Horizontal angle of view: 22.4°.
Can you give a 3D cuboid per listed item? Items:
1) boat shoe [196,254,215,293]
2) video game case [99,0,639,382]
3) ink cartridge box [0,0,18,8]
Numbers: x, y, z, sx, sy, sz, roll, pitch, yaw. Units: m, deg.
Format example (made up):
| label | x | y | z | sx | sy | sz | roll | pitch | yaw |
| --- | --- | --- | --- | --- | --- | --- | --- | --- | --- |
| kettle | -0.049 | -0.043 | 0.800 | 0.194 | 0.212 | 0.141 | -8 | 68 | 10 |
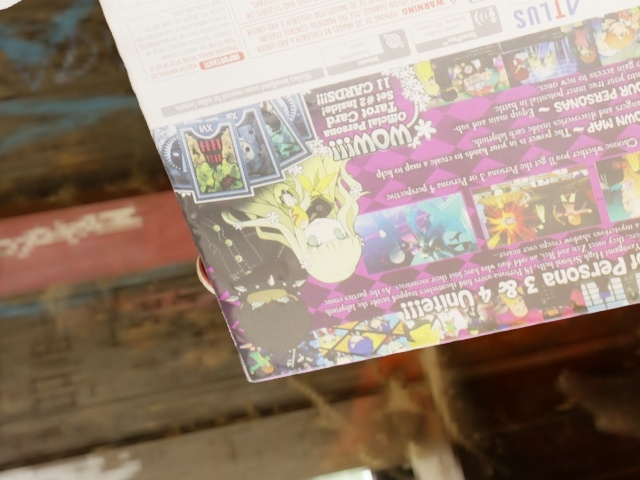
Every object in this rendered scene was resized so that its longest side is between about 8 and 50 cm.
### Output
| label | x | y | z | sx | sy | sz | roll | pitch | yaw |
| --- | --- | --- | --- | --- | --- | --- | --- | --- | --- |
| boat shoe | 0.000 | 0.000 | 0.873 | 0.043 | 0.137 | 0.049 | -48 | -125 | 60 |
| video game case | 0.046 | -0.058 | 0.654 | 0.042 | 0.232 | 0.210 | -72 | 145 | -62 |
| ink cartridge box | -0.112 | -0.315 | 0.929 | 0.119 | 0.353 | 0.207 | 59 | 5 | 38 |
